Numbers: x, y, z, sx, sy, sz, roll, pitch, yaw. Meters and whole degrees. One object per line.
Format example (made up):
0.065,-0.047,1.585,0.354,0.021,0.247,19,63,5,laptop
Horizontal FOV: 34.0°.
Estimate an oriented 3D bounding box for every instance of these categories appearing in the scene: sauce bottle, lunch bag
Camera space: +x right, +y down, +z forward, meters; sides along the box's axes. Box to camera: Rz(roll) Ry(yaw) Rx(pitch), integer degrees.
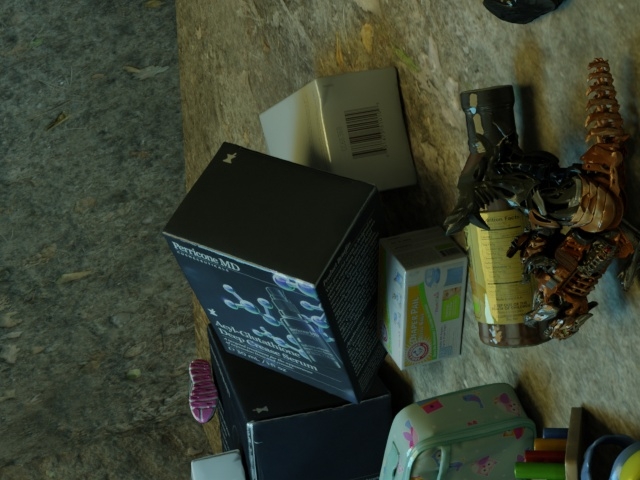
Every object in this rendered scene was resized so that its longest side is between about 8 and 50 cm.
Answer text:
0.244,-0.033,1.398,0.111,0.111,0.344,-168,69,-71,sauce bottle
0.198,0.351,1.584,0.108,0.224,0.279,-120,26,-45,lunch bag

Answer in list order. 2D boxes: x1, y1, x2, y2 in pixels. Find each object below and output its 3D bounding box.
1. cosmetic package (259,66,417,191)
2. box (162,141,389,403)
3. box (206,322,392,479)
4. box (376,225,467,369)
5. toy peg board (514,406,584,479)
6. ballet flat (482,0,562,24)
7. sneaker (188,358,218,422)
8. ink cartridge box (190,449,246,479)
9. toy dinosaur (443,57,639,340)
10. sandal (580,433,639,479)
0.020,-0.172,1.924,0.385,0.156,0.217,177,82,-73,cosmetic package
-0.044,0.061,1.793,0.294,0.212,0.395,18,150,26,box
-0.042,0.448,2.206,0.480,0.298,0.471,-128,30,-65,box
0.163,0.095,1.712,0.103,0.114,0.203,-126,28,-52,box
0.301,0.321,1.360,0.160,0.079,0.161,-46,-48,-68,toy peg board
0.258,-0.305,1.309,0.049,0.057,0.173,-61,20,-6,ballet flat
-0.258,0.342,2.295,0.170,0.063,0.074,-106,14,-49,sneaker
-0.192,0.532,2.045,0.237,0.100,0.171,104,153,-61,ink cartridge box
0.283,-0.047,1.228,0.164,0.218,0.321,7,-79,-70,toy dinosaur
0.370,0.361,1.260,0.138,0.126,0.317,-128,39,-64,sandal
